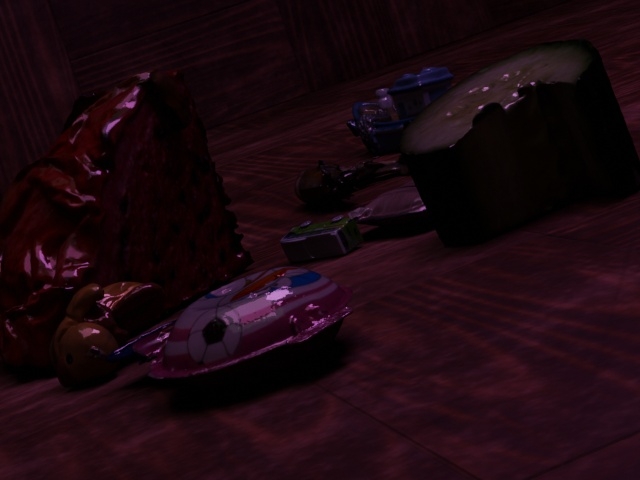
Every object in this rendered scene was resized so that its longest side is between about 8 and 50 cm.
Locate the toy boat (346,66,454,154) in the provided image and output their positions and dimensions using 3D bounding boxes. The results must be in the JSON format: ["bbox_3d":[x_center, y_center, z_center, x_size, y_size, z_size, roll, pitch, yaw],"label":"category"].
[{"bbox_3d":[0.108,-0.173,2.130,0.109,0.098,0.238,-20,8,-27],"label":"toy boat"}]

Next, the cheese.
[{"bbox_3d":[-0.069,0.064,1.146,0.155,0.062,0.244,-27,11,-35],"label":"cheese"}]

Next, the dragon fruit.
[{"bbox_3d":[-0.188,0.007,1.482,0.240,0.302,0.330,13,29,2],"label":"dragon fruit"}]

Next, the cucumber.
[{"bbox_3d":[0.165,-0.082,1.368,0.191,0.130,0.191,-23,9,4],"label":"cucumber"}]

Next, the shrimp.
[{"bbox_3d":[0.046,-0.076,1.830,0.150,0.051,0.217,-12,4,-7],"label":"shrimp"}]

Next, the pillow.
[{"bbox_3d":[0.134,-0.057,1.547,0.233,0.038,0.131,-24,7,-34],"label":"pillow"}]

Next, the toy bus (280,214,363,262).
[{"bbox_3d":[0.000,0.000,1.503,0.083,0.031,0.037,-10,22,45],"label":"toy bus"}]

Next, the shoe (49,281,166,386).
[{"bbox_3d":[-0.175,0.069,1.303,0.069,0.072,0.109,-18,7,43],"label":"shoe"}]
